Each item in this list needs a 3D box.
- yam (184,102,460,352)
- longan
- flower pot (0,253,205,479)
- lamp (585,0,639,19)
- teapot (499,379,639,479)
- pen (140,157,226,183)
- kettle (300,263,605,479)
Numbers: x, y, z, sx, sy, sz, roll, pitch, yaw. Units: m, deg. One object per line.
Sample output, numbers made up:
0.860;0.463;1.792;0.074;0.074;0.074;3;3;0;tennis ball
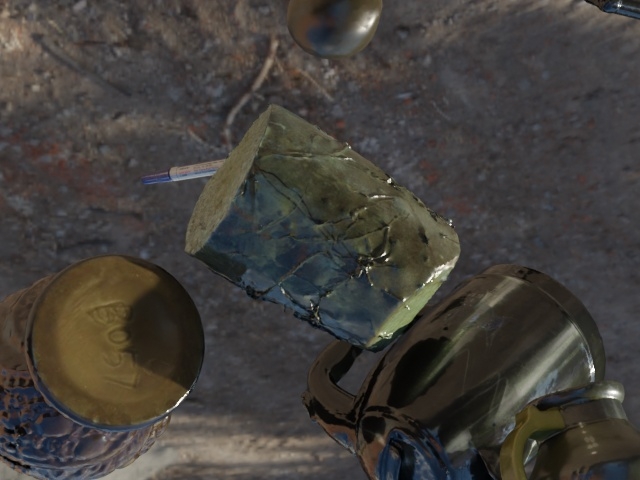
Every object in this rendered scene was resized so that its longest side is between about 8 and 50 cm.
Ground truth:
0.001;0.001;0.927;0.271;0.201;0.202;27;130;-14;yam
0.032;-0.484;1.759;0.212;0.198;0.198;-18;152;5;longan
-0.271;0.143;0.968;0.267;0.266;0.267;7;157;-27;flower pot
0.516;-0.582;1.499;0.205;0.374;0.272;3;117;-24;lamp
0.218;0.186;0.690;0.166;0.119;0.130;8;142;-30;teapot
-0.202;-0.112;1.304;0.204;0.025;0.025;-6;157;27;pen
0.144;0.182;1.027;0.324;0.321;0.228;-31;132;-40;kettle
